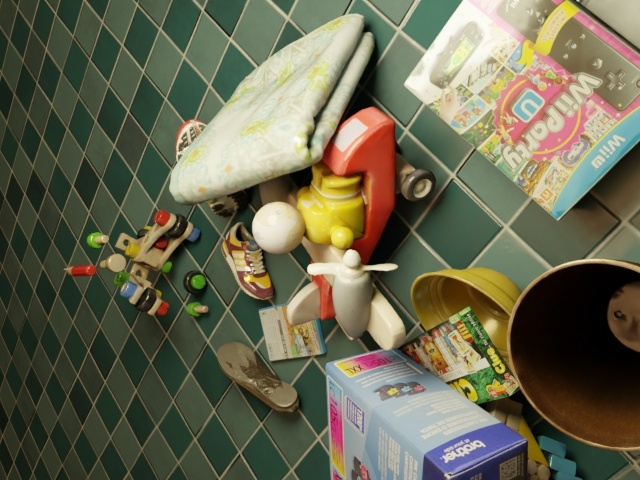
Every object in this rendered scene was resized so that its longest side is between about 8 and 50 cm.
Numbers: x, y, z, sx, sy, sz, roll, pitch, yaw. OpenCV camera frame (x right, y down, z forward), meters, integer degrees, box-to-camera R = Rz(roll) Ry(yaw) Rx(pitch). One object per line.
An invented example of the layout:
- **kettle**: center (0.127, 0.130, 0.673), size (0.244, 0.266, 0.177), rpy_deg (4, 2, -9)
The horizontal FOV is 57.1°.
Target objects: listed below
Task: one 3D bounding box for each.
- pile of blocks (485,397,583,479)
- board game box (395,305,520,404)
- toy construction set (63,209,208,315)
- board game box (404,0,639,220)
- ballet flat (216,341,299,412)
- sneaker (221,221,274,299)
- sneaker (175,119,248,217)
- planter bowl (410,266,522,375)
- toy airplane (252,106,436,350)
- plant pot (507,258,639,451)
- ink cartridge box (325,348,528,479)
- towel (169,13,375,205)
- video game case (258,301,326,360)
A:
- **pile of blocks**: center (0.344, 0.415, 0.905), size (0.113, 0.148, 0.362), rpy_deg (114, 139, -65)
- **board game box**: center (0.207, 0.204, 0.950), size (0.136, 0.030, 0.260), rpy_deg (57, 155, 12)
- **toy construction set**: center (-0.463, 0.059, 1.433), size (0.237, 0.308, 0.258), rpy_deg (-5, 84, 46)
- **board game box**: center (0.305, -0.216, 0.825), size (0.303, 0.097, 0.224), rpy_deg (45, 122, 14)
- **ballet flat**: center (-0.142, 0.312, 1.327), size (0.249, 0.084, 0.058), rpy_deg (27, 148, 32)
- **sneaker**: center (-0.155, 0.045, 1.300), size (0.185, 0.069, 0.084), rpy_deg (51, 129, 23)
- **sneaker**: center (-0.248, -0.158, 1.257), size (0.118, 0.107, 0.279), rpy_deg (55, 169, 33)
- **planter bowl**: center (0.254, 0.109, 0.919), size (0.217, 0.090, 0.217), rpy_deg (35, 150, 24)
- **toy airplane**: center (0.000, 0.000, 1.025), size (0.386, 0.272, 0.385), rpy_deg (-18, 74, 56)
- **plant pot**: center (0.385, 0.116, 0.738), size (0.215, 0.230, 0.216), rpy_deg (6, 100, 41)
- **ink cartridge box**: center (0.164, 0.368, 0.902), size (0.395, 0.151, 0.270), rpy_deg (26, 124, 58)
- **towel**: center (-0.083, -0.233, 1.053), size (0.320, 0.375, 0.090), rpy_deg (-15, 129, 41)
- **video game case**: center (-0.063, 0.194, 1.276), size (0.166, 0.015, 0.119), rpy_deg (-17, 83, 41)
